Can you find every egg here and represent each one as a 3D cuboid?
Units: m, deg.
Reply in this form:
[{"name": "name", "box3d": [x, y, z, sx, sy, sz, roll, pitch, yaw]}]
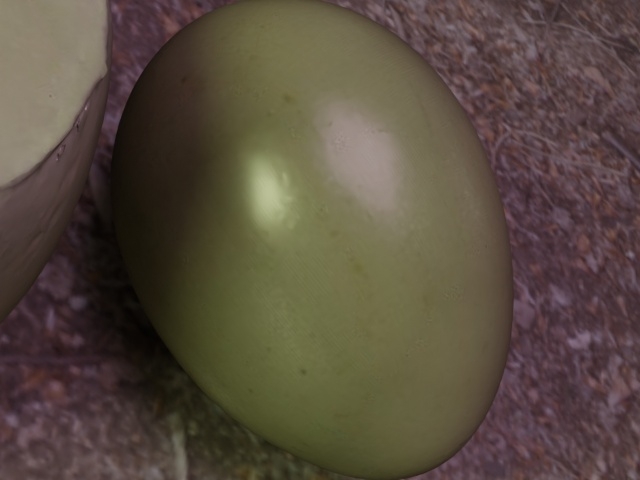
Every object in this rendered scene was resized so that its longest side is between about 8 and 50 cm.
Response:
[{"name": "egg", "box3d": [0.000, 0.000, 0.708, 0.188, 0.188, 0.254, -24, 84, -47]}]

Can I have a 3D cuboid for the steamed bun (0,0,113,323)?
[{"name": "steamed bun", "box3d": [-0.242, -0.071, 0.533, 0.324, 0.206, 0.324, 22, 48, -26]}]
